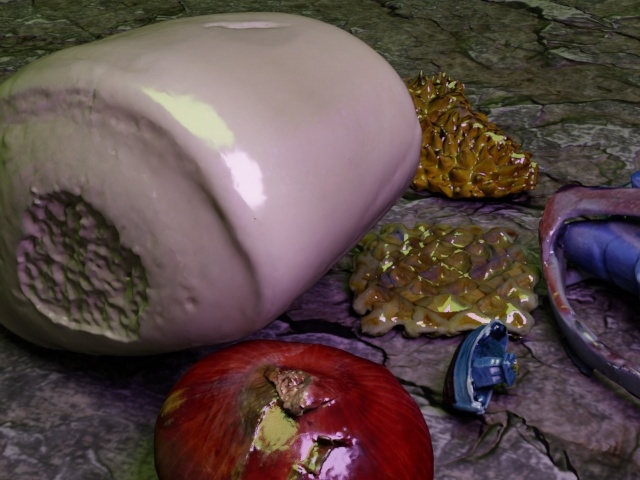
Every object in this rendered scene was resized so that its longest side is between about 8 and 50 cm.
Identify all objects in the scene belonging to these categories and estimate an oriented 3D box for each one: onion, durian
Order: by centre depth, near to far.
[{"bbox_3d":[-0.020,0.173,0.847,0.248,0.161,0.248,16,18,-5],"label":"onion"},{"bbox_3d":[0.164,-0.159,1.396,0.191,0.112,0.341,-9,35,-18],"label":"durian"}]

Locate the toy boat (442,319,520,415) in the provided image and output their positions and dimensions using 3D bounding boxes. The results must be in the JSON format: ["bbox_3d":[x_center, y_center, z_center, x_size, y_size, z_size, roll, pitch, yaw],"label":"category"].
[{"bbox_3d":[0.165,0.129,0.987,0.061,0.060,0.137,-7,22,31],"label":"toy boat"}]

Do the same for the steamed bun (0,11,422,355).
[{"bbox_3d":[-0.150,-0.086,1.031,0.456,0.289,0.371,-7,21,37],"label":"steamed bun"}]

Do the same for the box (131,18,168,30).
[{"bbox_3d":[-0.189,-0.220,1.468,0.273,0.143,0.184,16,36,25],"label":"box"}]

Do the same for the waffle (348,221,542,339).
[{"bbox_3d":[0.144,0.036,1.141,0.224,0.054,0.204,1,32,3],"label":"waffle"}]

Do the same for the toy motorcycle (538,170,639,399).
[{"bbox_3d":[0.376,0.057,1.042,0.182,0.241,0.319,28,6,-37],"label":"toy motorcycle"}]
